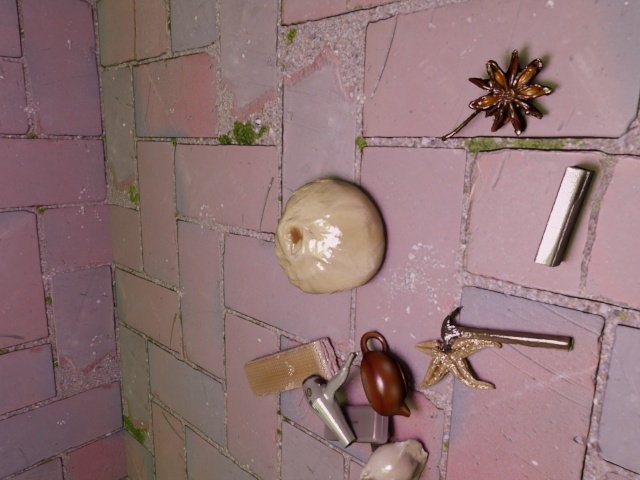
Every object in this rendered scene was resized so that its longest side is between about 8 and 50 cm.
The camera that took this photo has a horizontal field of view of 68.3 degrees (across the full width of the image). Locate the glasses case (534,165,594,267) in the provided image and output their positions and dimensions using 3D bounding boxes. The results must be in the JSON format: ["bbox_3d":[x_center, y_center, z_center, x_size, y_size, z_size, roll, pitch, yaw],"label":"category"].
[{"bbox_3d":[0.499,-0.048,0.966,0.047,0.071,0.204,24,113,34],"label":"glasses case"}]

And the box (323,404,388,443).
[{"bbox_3d":[0.103,0.552,1.419,0.244,0.055,0.103,-27,49,50],"label":"box"}]

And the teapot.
[{"bbox_3d":[0.182,0.372,1.316,0.178,0.135,0.251,101,157,-58],"label":"teapot"}]

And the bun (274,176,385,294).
[{"bbox_3d":[-0.004,-0.002,1.357,0.365,0.202,0.363,7,100,42],"label":"bun"}]

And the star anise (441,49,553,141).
[{"bbox_3d":[0.375,-0.312,1.023,0.234,0.073,0.177,1,107,27],"label":"star anise"}]

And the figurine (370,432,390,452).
[{"bbox_3d":[0.180,0.620,1.394,0.072,0.054,0.129,-4,95,61],"label":"figurine"}]

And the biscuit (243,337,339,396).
[{"bbox_3d":[-0.106,0.443,1.617,0.426,0.079,0.143,-29,79,43],"label":"biscuit"}]

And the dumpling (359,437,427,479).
[{"bbox_3d":[0.211,0.640,1.319,0.155,0.111,0.181,43,129,-13],"label":"dumpling"}]

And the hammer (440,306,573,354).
[{"bbox_3d":[0.423,0.225,1.100,0.298,0.027,0.125,0,77,39],"label":"hammer"}]

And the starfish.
[{"bbox_3d":[0.342,0.317,1.195,0.248,0.050,0.138,-15,87,45],"label":"starfish"}]

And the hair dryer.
[{"bbox_3d":[0.065,0.467,1.352,0.267,0.092,0.229,-42,64,42],"label":"hair dryer"}]
